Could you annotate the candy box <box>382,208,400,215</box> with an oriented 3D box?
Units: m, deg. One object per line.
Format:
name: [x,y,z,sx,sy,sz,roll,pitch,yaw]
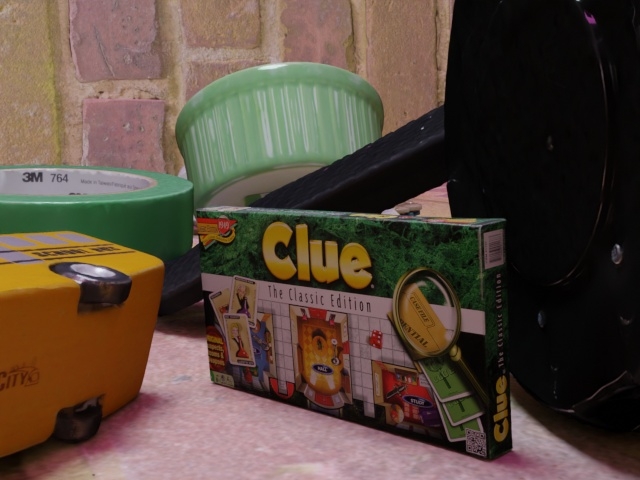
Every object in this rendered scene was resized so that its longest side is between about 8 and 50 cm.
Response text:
candy box: [0.045,-0.002,1.170,0.206,0.027,0.105,-10,48,-43]

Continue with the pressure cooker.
pressure cooker: [0.321,-0.078,0.573,0.420,0.370,0.375,-3,-33,-10]

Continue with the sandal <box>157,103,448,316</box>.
sandal: [0.000,0.001,0.854,0.446,0.107,0.167,-25,14,31]

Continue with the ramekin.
ramekin: [-0.049,-0.103,1.282,0.303,0.148,0.303,-7,-25,-3]

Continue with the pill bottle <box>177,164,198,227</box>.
pill bottle: [-0.181,-0.097,1.721,0.146,0.146,0.264,0,8,20]

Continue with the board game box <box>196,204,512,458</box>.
board game box: [0.009,0.048,0.595,0.030,0.136,0.259,-8,8,-43]

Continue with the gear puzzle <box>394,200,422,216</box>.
gear puzzle: [0.001,-0.031,1.577,0.339,0.044,0.175,-7,10,-10]

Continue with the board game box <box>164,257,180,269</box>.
board game box: [-0.217,0.041,1.100,0.211,0.039,0.160,4,10,45]

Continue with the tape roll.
tape roll: [-0.306,-0.032,1.027,0.321,0.077,0.321,3,11,-1]

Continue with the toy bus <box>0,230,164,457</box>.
toy bus: [-0.214,0.060,0.529,0.130,0.108,0.332,17,9,20]
